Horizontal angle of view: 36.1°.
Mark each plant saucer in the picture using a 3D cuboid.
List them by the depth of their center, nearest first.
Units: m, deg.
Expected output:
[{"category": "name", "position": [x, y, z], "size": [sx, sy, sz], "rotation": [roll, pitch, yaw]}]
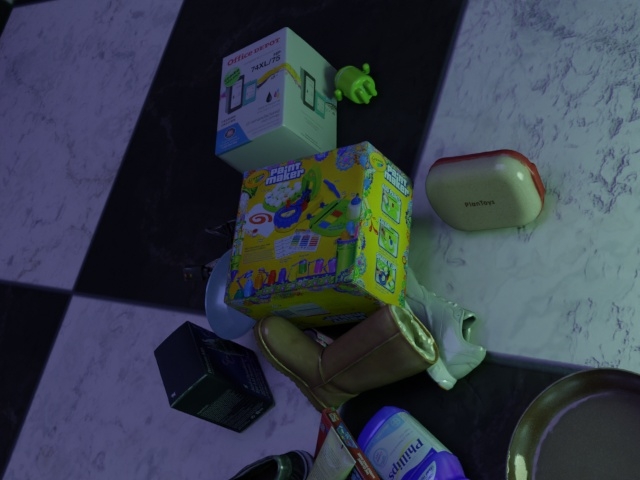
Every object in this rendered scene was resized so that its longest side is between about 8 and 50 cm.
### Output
[{"category": "plant saucer", "position": [0.433, 0.351, 1.506], "size": [0.310, 0.050, 0.311], "rotation": [-20, 54, 31]}, {"category": "plant saucer", "position": [-0.160, 0.108, 1.994], "size": [0.195, 0.037, 0.195], "rotation": [-15, 68, 42]}]

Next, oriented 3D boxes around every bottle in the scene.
[{"category": "bottle", "position": [0.180, 0.400, 1.664], "size": [0.118, 0.092, 0.283], "rotation": [-52, 45, 3]}]

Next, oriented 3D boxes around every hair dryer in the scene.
[{"category": "hair dryer", "position": [-0.157, -0.009, 2.157], "size": [0.293, 0.080, 0.224], "rotation": [-5, 38, 24]}]

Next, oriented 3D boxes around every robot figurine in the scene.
[{"category": "robot figurine", "position": [0.076, -0.347, 2.183], "size": [0.101, 0.067, 0.115], "rotation": [-45, 44, -2]}]

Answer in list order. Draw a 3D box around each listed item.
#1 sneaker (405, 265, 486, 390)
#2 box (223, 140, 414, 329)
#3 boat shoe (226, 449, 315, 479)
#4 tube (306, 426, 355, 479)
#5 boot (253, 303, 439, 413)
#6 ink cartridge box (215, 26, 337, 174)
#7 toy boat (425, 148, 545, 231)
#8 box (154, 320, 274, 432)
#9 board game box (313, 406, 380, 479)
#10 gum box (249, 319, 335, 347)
[{"category": "sneaker", "position": [0.218, 0.139, 1.787], "size": [0.121, 0.099, 0.262], "rotation": [-33, 57, 13]}, {"category": "box", "position": [0.000, 0.000, 1.829], "size": [0.289, 0.177, 0.279], "rotation": [-10, 61, 34]}, {"category": "boat shoe", "position": [-0.155, 0.494, 1.872], "size": [0.335, 0.119, 0.121], "rotation": [-44, 47, 23]}, {"category": "tube", "position": [-0.003, 0.456, 1.756], "size": [0.070, 0.062, 0.240], "rotation": [27, 113, 10]}, {"category": "boot", "position": [0.042, 0.176, 1.747], "size": [0.269, 0.236, 0.089], "rotation": [-35, 14, 38]}, {"category": "ink cartridge box", "position": [-0.095, -0.292, 2.206], "size": [0.198, 0.197, 0.270], "rotation": [-19, 55, 32]}, {"category": "toy boat", "position": [0.312, -0.113, 1.824], "size": [0.231, 0.151, 0.151], "rotation": [-5, 34, 38]}, {"category": "box", "position": [-0.217, 0.279, 1.989], "size": [0.108, 0.207, 0.153], "rotation": [-42, 46, 16]}, {"category": "board game box", "position": [0.065, 0.442, 1.727], "size": [0.281, 0.027, 0.145], "rotation": [53, 145, 44]}, {"category": "gum box", "position": [-0.040, 0.195, 1.955], "size": [0.188, 0.107, 0.062], "rotation": [25, 84, 45]}]
